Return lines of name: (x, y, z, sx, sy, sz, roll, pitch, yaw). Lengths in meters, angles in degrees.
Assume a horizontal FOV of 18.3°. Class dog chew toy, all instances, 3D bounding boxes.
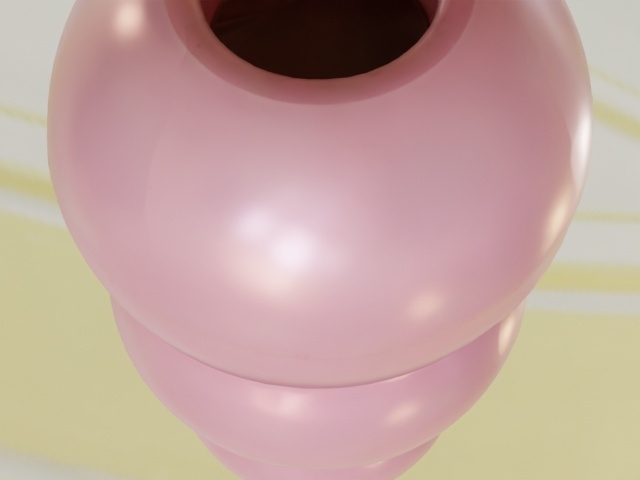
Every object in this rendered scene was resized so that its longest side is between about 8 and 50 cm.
dog chew toy: (0.000, 0.000, 0.818, 0.207, 0.332, 0.206, 0, -123, 0)
